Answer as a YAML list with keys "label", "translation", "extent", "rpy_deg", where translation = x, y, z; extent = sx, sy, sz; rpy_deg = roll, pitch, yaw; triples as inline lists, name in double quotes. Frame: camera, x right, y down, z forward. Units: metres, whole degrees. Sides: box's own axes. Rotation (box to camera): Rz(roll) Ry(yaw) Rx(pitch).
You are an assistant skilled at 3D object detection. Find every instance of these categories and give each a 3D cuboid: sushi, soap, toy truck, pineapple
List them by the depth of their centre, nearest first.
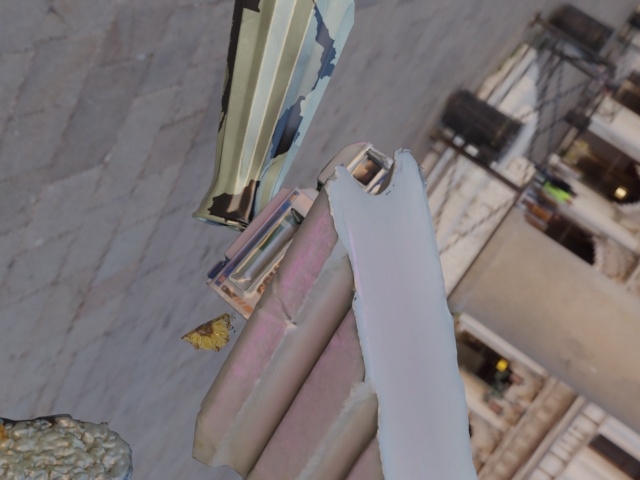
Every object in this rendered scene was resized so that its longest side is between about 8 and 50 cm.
- label: "soap"
  translation: [0.067, 0.120, 0.863]
  extent: [0.159, 0.257, 0.302]
  rpy_deg: [-13, 137, -53]
- label: "toy truck"
  translation: [0.000, 0.000, 1.247]
  extent: [0.268, 0.155, 0.124]
  rpy_deg: [-50, 174, -7]
- label: "pineapple"
  translation: [-0.141, 0.126, 1.367]
  extent: [0.083, 0.045, 0.019]
  rpy_deg: [-31, -160, 29]
- label: "sushi"
  translation: [-0.506, 0.420, 1.808]
  extent: [0.350, 0.211, 0.171]
  rpy_deg: [5, 122, -30]

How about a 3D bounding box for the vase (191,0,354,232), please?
- label: "vase"
  translation: [-0.069, -0.188, 1.360]
  extent: [0.165, 0.165, 0.360]
  rpy_deg: [41, 65, -80]
